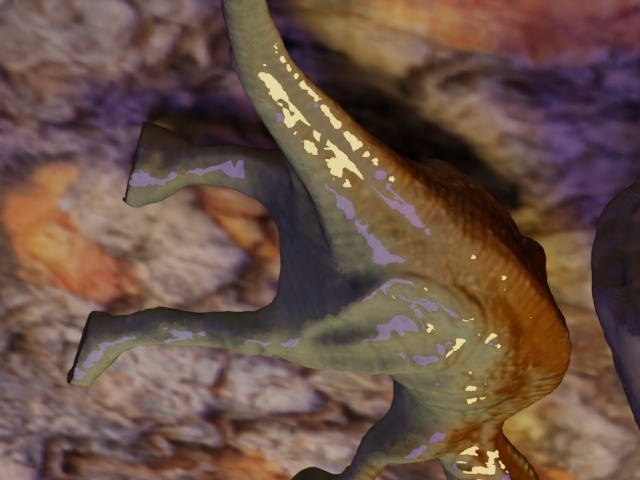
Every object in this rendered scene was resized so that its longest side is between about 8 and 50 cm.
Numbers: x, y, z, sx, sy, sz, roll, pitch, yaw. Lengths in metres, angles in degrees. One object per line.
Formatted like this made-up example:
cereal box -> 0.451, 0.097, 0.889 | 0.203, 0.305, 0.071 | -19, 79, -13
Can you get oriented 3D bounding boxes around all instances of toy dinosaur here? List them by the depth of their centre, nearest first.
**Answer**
toy dinosaur -> 0.000, 0.000, 0.791 | 0.205, 0.092, 0.393 | 7, 135, 9

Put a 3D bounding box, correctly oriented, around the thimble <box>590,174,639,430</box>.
thimble -> 0.185, 0.032, 0.741 | 0.151, 0.127, 0.118 | -4, 135, 23
